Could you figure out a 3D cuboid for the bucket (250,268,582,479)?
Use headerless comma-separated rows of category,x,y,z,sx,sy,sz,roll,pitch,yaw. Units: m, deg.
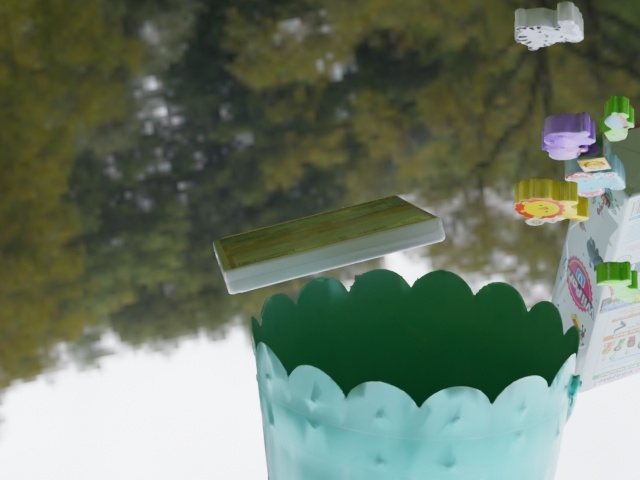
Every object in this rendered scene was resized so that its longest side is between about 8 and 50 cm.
bucket,0.077,0.152,1.491,0.281,0.183,0.281,1,-161,-1

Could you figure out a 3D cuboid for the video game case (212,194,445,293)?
video game case,0.000,0.000,1.727,0.204,0.025,0.285,-14,-173,-4

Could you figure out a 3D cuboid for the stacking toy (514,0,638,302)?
stacking toy,0.202,-0.064,1.382,0.052,0.167,0.221,-7,155,23

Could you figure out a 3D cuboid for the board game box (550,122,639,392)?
board game box,0.367,0.005,1.830,0.224,0.303,0.097,-14,-132,-17
